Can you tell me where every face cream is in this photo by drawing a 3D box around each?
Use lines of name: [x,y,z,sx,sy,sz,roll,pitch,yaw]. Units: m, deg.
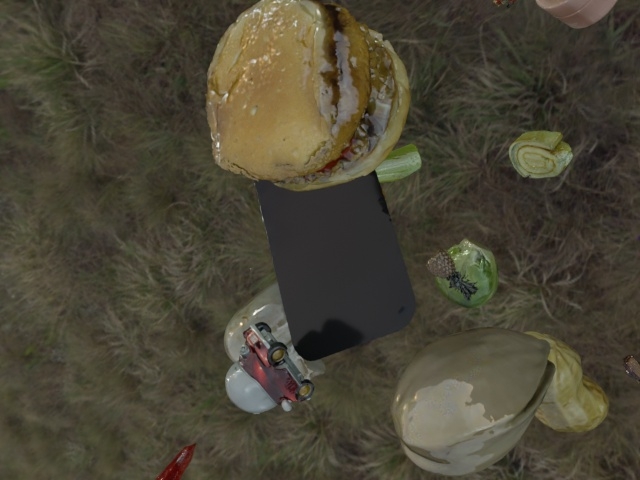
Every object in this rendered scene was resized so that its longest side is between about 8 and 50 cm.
face cream: [0.546,-0.541,1.207,0.104,0.149,0.149,16,139,-27]

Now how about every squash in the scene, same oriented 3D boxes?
squash: [0.156,-0.186,1.487,0.075,0.200,0.090,84,168,-67]

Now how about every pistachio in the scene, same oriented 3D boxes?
pistachio: [0.257,0.247,0.936,0.226,0.331,0.208,-17,92,55]

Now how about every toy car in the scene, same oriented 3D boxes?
toy car: [-0.091,0.203,0.860,0.112,0.112,0.139,39,162,53]

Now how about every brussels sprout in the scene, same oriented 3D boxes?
brussels sprout: [0.521,0.120,2.019,0.244,0.244,0.244,15,127,21]

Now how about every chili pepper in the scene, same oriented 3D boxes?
chili pepper: [-0.339,0.538,1.212,0.059,0.268,0.051,20,137,16]

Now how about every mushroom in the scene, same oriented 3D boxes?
mushroom: [-0.082,0.214,1.263,0.243,0.243,0.244,15,127,21]

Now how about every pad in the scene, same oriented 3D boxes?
pad: [-0.001,0.000,0.946,0.314,0.063,0.376,-26,70,34]

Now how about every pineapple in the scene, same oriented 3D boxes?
pineapple: [0.272,0.075,1.164,0.124,0.058,0.058,46,132,4]

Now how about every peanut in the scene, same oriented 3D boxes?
peanut: [0.476,0.292,1.153,0.147,0.147,0.305,-20,122,38]

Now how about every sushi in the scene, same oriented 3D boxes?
sushi: [0.923,0.378,1.687,0.047,0.050,0.099,-39,90,5]

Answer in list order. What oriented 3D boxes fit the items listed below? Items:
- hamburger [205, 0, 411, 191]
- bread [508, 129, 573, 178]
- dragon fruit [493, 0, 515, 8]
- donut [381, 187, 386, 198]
hamburger: [-0.019,-0.176,0.725,0.244,0.163,0.245,-3,85,35]
bread: [0.549,-0.214,1.419,0.156,0.064,0.118,10,138,51]
dragon fruit: [0.506,-0.675,1.543,0.086,0.081,0.116,35,166,9]
donut: [0.147,-0.147,2.060,0.178,0.162,0.065,20,171,43]
